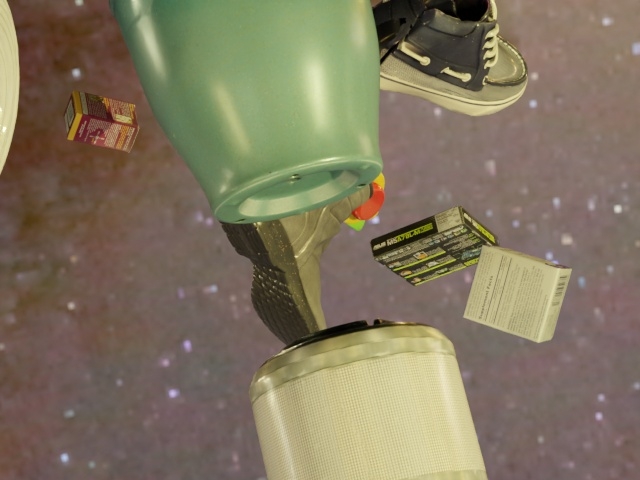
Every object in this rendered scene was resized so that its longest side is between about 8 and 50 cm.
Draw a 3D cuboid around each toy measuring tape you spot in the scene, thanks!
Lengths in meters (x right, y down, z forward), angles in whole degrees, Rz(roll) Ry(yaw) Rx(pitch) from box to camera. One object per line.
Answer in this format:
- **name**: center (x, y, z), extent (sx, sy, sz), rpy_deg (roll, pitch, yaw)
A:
- **toy measuring tape**: center (0.024, -0.106, 2.424), extent (0.121, 0.121, 0.330), rpy_deg (3, 166, 29)

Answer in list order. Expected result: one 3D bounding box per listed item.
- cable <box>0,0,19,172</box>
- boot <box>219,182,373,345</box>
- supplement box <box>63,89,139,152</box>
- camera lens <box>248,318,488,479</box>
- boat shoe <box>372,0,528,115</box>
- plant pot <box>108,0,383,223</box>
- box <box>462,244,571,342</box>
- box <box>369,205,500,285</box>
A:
- **cable**: center (-0.348, -0.125, 1.301), extent (0.089, 0.257, 0.257), rpy_deg (12, -151, 9)
- **boot**: center (0.000, 0.000, 2.031), extent (0.118, 0.338, 0.223), rpy_deg (25, -123, 35)
- **supplement box**: center (-0.276, -0.150, 1.829), extent (0.083, 0.043, 0.055), rpy_deg (12, -146, -23)
- **camera lens**: center (0.055, 0.231, 1.483), extent (0.219, 0.274, 0.219), rpy_deg (-12, 163, -4)
- **boat shoe**: center (0.193, -0.255, 1.879), extent (0.341, 0.127, 0.158), rpy_deg (0, 157, -45)
- **plant pot**: center (-0.054, -0.163, 1.497), extent (0.272, 0.255, 0.271), rpy_deg (-16, 168, -4)
- **box**: center (0.316, 0.084, 2.334), extent (0.137, 0.126, 0.072), rpy_deg (18, -171, 25)
- **box**: center (0.215, 0.013, 2.698), extent (0.191, 0.045, 0.184), rpy_deg (-22, 154, 22)
